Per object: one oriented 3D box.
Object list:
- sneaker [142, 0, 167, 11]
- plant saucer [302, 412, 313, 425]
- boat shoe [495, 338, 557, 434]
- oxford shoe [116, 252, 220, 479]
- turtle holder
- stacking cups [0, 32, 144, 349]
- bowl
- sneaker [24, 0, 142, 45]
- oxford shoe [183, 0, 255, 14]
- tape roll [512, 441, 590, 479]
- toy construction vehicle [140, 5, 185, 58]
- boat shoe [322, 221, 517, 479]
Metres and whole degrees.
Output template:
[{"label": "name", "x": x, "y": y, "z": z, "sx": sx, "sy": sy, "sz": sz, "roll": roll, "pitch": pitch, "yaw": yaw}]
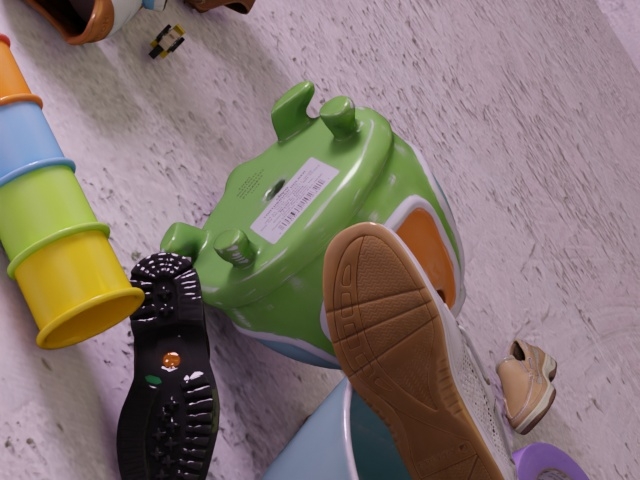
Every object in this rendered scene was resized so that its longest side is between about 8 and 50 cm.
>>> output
[{"label": "sneaker", "x": -0.204, "y": -0.288, "z": 1.737, "sx": 0.073, "sy": 0.063, "sz": 0.162, "roll": 4, "pitch": 28, "yaw": -28}, {"label": "plant saucer", "x": 0.008, "y": 0.206, "z": 1.669, "sx": 0.083, "sy": 0.013, "sz": 0.083, "roll": 42, "pitch": 30, "yaw": -32}, {"label": "boat shoe", "x": 0.241, "y": 0.173, "z": 2.098, "sx": 0.072, "sy": 0.068, "sz": 0.190, "roll": 43, "pitch": 17, "yaw": -6}, {"label": "oxford shoe", "x": -0.120, "y": 0.132, "z": 1.428, "sx": 0.096, "sy": 0.082, "sz": 0.227, "roll": 86, "pitch": 6, "yaw": -65}, {"label": "turtle holder", "x": -0.005, "y": 0.013, "z": 1.625, "sx": 0.227, "sy": 0.320, "sz": 0.243, "roll": 43, "pitch": 56, "yaw": -20}, {"label": "stacking cups", "x": -0.256, "y": -0.068, "z": 1.403, "sx": 0.316, "sy": 0.096, "sz": 0.096, "roll": 60, "pitch": 24, "yaw": 12}, {"label": "bowl", "x": 0.056, "y": 0.270, "z": 1.509, "sx": 0.311, "sy": 0.163, "sz": 0.311, "roll": 43, "pitch": 28, "yaw": -31}, {"label": "sneaker", "x": -0.277, "y": -0.310, "z": 1.596, "sx": 0.290, "sy": 0.106, "sz": 0.123, "roll": 53, "pitch": 28, "yaw": -11}, {"label": "oxford shoe", "x": -0.139, "y": -0.291, "z": 1.887, "sx": 0.212, "sy": 0.076, "sz": 0.076, "roll": 8, "pitch": 94, "yaw": -47}, {"label": "tape roll", "x": 0.240, "y": 0.321, "z": 1.874, "sx": 0.189, "sy": 0.080, "sz": 0.189, "roll": 36, "pitch": 39, "yaw": -36}, {"label": "toy construction vehicle", "x": -0.182, "y": -0.225, "z": 1.775, "sx": 0.086, "sy": 0.035, "sz": 0.098, "roll": 43, "pitch": 25, "yaw": -9}, {"label": "boat shoe", "x": 0.087, "y": 0.109, "z": 1.449, "sx": 0.277, "sy": 0.098, "sz": 0.096, "roll": 67, "pitch": 24, "yaw": -5}]
